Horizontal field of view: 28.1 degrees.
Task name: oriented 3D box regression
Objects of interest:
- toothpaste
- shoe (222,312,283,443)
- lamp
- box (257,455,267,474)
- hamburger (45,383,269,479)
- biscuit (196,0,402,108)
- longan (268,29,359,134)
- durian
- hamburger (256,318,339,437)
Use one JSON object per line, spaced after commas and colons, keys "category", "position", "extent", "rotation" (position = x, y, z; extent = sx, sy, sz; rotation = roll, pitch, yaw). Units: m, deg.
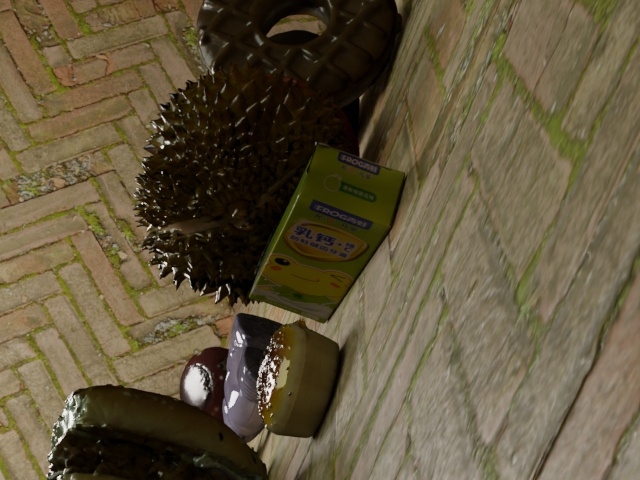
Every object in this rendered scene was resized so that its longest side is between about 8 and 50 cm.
{"category": "toothpaste", "position": [0.000, 0.000, 1.543], "extent": [0.327, 0.110, 0.077], "rotation": [120, 170, -63]}
{"category": "shoe", "position": [-0.105, 0.207, 1.962], "extent": [0.245, 0.095, 0.137], "rotation": [-101, 33, -67]}
{"category": "lamp", "position": [-0.184, 0.275, 2.365], "extent": [0.157, 0.135, 0.156], "rotation": [-28, 68, 44]}
{"category": "box", "position": [-0.224, 0.354, 1.739], "extent": [0.138, 0.274, 0.178], "rotation": [-74, 0, -46]}
{"category": "hamburger", "position": [-0.194, 0.327, 1.457], "extent": [0.195, 0.277, 0.318], "rotation": [-82, 12, -45]}
{"category": "biscuit", "position": [-0.041, -0.338, 2.046], "extent": [0.103, 0.332, 0.332], "rotation": [78, -153, -64]}
{"category": "longan", "position": [-0.058, -0.212, 2.201], "extent": [0.300, 0.243, 0.300], "rotation": [-54, -6, -9]}
{"category": "durian", "position": [-0.108, -0.083, 1.840], "extent": [0.384, 0.348, 0.347], "rotation": [-101, 31, -76]}
{"category": "hamburger", "position": [-0.030, 0.154, 1.439], "extent": [0.141, 0.082, 0.126], "rotation": [-79, 10, -51]}
